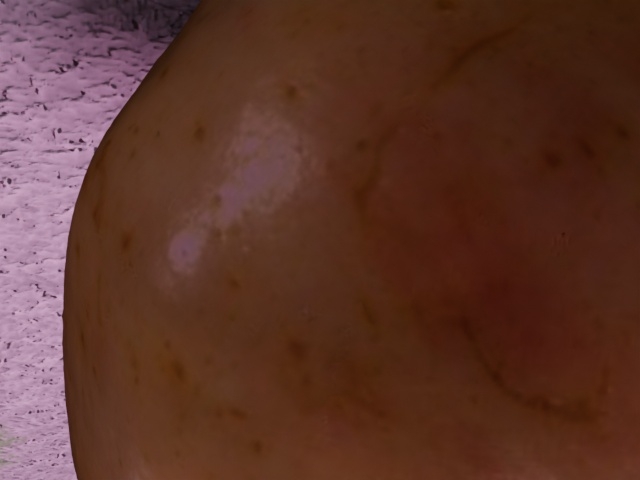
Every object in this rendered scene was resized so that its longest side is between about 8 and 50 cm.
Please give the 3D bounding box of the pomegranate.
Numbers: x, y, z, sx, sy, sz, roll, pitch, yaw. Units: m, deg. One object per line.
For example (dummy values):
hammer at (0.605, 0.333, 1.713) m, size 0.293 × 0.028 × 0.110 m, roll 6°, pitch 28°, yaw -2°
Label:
pomegranate at (0.071, 0.026, 0.724) m, size 0.411 × 0.412 × 0.411 m, roll -11°, pitch 157°, yaw -5°
